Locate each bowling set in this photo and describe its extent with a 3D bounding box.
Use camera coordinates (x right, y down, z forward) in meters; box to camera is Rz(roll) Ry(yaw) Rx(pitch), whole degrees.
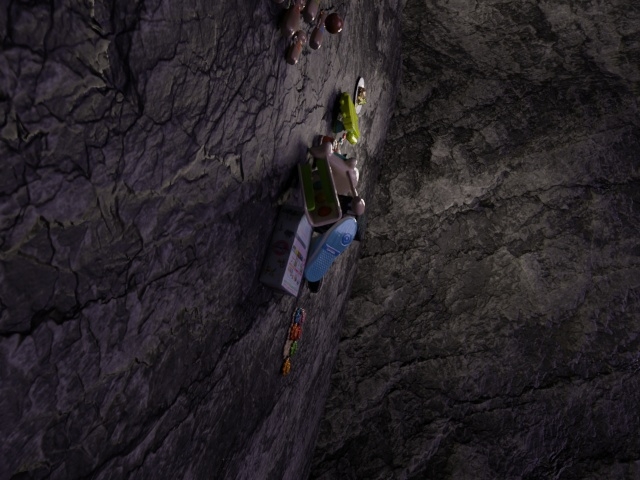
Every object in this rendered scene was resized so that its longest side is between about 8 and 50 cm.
[{"bbox_3d":[-0.018,-0.664,1.218,0.287,0.200,0.154,80,24,-66],"label":"bowling set"}]

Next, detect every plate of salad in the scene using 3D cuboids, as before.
[{"bbox_3d":[0.236,-0.834,2.378,0.200,0.048,0.199,12,90,-76],"label":"plate of salad"}]

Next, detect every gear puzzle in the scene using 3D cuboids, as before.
[{"bbox_3d":[-0.131,0.495,2.007,0.175,0.044,0.338,58,46,-71],"label":"gear puzzle"}]

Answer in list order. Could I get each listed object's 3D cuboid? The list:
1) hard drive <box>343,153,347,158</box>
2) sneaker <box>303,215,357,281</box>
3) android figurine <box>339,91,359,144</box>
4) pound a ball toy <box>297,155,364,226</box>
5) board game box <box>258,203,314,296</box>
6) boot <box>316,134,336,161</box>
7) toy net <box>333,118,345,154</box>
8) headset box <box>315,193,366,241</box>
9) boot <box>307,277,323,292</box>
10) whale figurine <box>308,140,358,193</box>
[{"bbox_3d":[0.133,-0.417,2.363,0.135,0.022,0.094,85,22,-49],"label":"hard drive"},{"bbox_3d":[0.000,0.000,1.751,0.319,0.208,0.127,-50,128,1],"label":"sneaker"},{"bbox_3d":[0.142,-0.607,2.033,0.273,0.056,0.248,8,74,-73],"label":"android figurine"},{"bbox_3d":[0.038,-0.176,1.536,0.135,0.208,0.319,71,5,-46],"label":"pound a ball toy"},{"bbox_3d":[-0.120,0.044,1.581,0.224,0.098,0.303,61,41,-68],"label":"board game box"},{"bbox_3d":[0.027,-0.387,1.841,0.059,0.085,0.157,-44,145,-69],"label":"boot"},{"bbox_3d":[0.086,-0.488,2.082,0.122,0.045,0.232,-30,132,-74],"label":"toy net"},{"bbox_3d":[0.079,-0.107,1.929,0.283,0.247,0.131,55,48,-70],"label":"headset box"},{"bbox_3d":[-0.042,0.141,2.000,0.178,0.085,0.236,19,77,-74],"label":"boot"},{"bbox_3d":[0.057,-0.329,1.789,0.272,0.216,0.141,51,35,-38],"label":"whale figurine"}]
